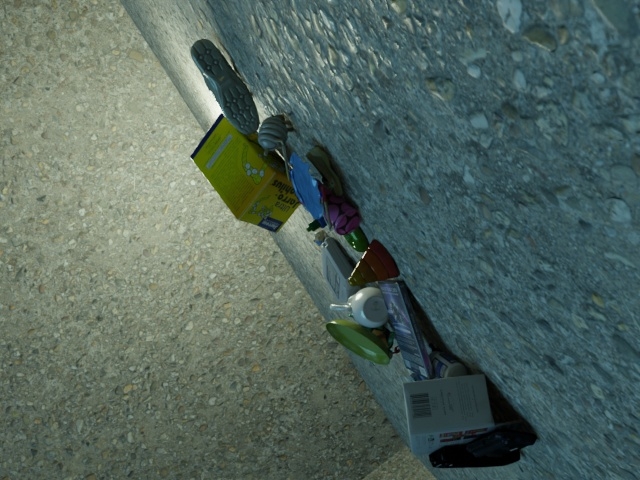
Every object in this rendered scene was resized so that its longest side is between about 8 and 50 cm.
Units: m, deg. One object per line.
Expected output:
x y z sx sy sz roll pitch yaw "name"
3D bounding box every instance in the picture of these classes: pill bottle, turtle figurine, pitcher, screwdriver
0.336 0.341 1.562 0.067 0.067 0.120 59 170 -18 "pill bottle"
0.200 0.341 2.024 0.234 0.175 0.118 63 -171 5 "turtle figurine"
0.128 0.212 1.845 0.207 0.177 0.125 167 97 -82 "pitcher"
0.306 0.287 1.675 0.170 0.024 0.025 53 -160 24 "screwdriver"

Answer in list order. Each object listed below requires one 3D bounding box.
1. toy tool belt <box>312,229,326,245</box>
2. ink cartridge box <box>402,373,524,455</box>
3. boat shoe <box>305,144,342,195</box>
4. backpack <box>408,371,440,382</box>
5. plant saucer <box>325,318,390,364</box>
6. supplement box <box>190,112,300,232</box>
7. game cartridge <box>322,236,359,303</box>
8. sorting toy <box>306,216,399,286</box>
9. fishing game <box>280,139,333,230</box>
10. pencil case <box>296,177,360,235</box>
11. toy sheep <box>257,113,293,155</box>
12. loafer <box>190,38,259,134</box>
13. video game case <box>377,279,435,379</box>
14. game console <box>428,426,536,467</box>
0.000 0.000 2.125 0.051 0.052 0.083 62 173 17 "toy tool belt"
0.360 0.457 1.512 0.309 0.272 0.130 73 -169 -60 "ink cartridge box"
0.010 -0.171 1.499 0.056 0.048 0.153 43 164 52 "boat shoe"
0.341 0.453 1.868 0.114 0.084 0.105 47 170 29 "backpack"
0.128 0.324 1.892 0.241 0.037 0.241 29 157 13 "plant saucer"
-0.233 -0.222 1.909 0.194 0.195 0.356 20 -155 -53 "supplement box"
0.071 0.135 2.086 0.198 0.062 0.297 55 165 23 "game cartridge"
0.067 0.020 1.642 0.365 0.126 0.127 44 166 46 "sorting toy"
-0.030 -0.141 1.499 0.264 0.041 0.189 49 157 48 "fishing game"
0.023 -0.090 1.586 0.209 0.095 0.098 44 156 43 "pencil case"
-0.129 -0.290 1.595 0.091 0.132 0.091 15 154 7 "toy sheep"
-0.290 -0.478 1.814 0.319 0.112 0.111 61 -178 -17 "loafer"
0.238 0.244 1.638 0.196 0.026 0.274 165 87 -80 "video game case"
0.432 0.530 1.474 0.361 0.213 0.044 112 158 -58 "game console"
